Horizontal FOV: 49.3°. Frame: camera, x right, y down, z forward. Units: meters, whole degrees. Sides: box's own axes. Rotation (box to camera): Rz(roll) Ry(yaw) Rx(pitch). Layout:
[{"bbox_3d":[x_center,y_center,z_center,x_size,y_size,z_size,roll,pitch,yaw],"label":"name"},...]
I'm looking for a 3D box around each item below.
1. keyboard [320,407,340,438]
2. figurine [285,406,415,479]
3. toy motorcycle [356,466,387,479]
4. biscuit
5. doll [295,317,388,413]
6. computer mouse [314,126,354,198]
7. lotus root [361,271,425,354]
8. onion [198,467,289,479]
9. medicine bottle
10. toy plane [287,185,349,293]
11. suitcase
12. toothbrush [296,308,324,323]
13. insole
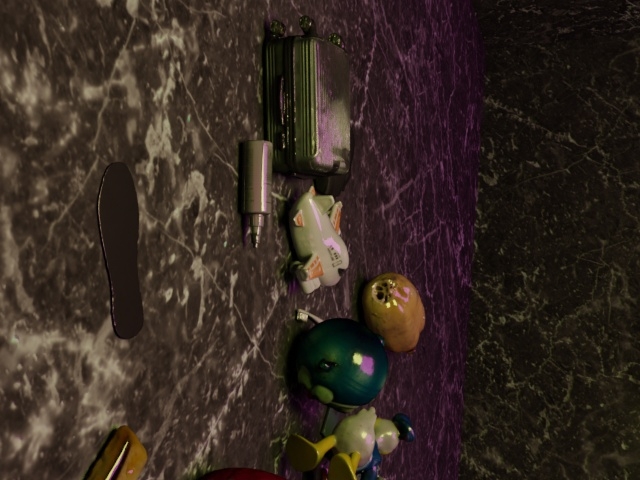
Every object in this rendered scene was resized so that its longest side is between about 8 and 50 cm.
[{"bbox_3d":[0.036,0.406,1.703,0.055,0.014,0.176,66,33,-41],"label":"keyboard"},{"bbox_3d":[0.096,0.481,1.518,0.338,0.204,0.283,-16,132,-43],"label":"figurine"},{"bbox_3d":[0.081,0.610,1.656,0.159,0.106,0.270,24,55,-44],"label":"toy motorcycle"},{"bbox_3d":[-0.276,0.378,0.959,0.174,0.039,0.183,-65,146,-48],"label":"biscuit"},{"bbox_3d":[0.056,0.265,1.524,0.186,0.198,0.322,-54,165,7],"label":"doll"},{"bbox_3d":[0.029,-0.219,1.618,0.147,0.088,0.264,-50,137,-53],"label":"computer mouse"},{"bbox_3d":[0.207,0.215,1.940,0.169,0.151,0.343,-60,149,-24],"label":"lotus root"},{"bbox_3d":[-0.113,0.473,1.134,0.206,0.207,0.216,70,24,-43],"label":"onion"},{"bbox_3d":[-0.119,-0.085,1.299,0.057,0.057,0.199,10,81,-66],"label":"medicine bottle"},{"bbox_3d":[0.000,0.000,1.500,0.244,0.117,0.245,-2,90,-67],"label":"toy plane"},{"bbox_3d":[-0.022,-0.282,1.435,0.202,0.128,0.312,-2,93,-66],"label":"suitcase"},{"bbox_3d":[0.007,0.195,1.634,0.286,0.020,0.025,32,63,-62],"label":"toothbrush"},{"bbox_3d":[-0.282,0.016,0.989,0.086,0.005,0.253,-14,102,-65],"label":"insole"}]
